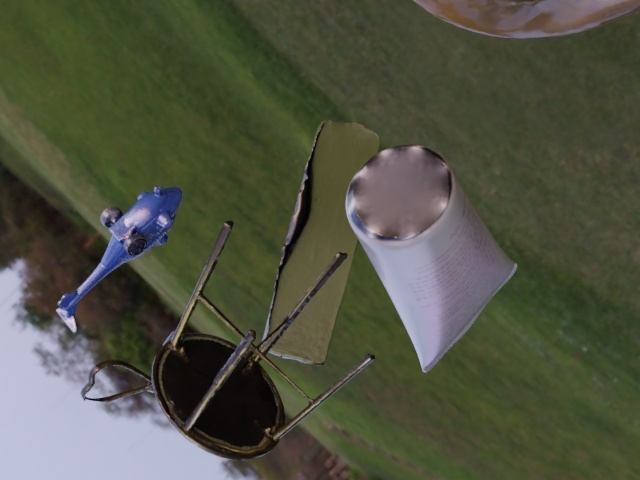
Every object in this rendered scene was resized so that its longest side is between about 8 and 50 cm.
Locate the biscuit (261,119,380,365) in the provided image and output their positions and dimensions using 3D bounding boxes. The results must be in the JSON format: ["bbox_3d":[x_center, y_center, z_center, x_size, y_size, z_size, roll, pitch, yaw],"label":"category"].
[{"bbox_3d":[0.000,0.000,1.334,0.099,0.323,0.038,14,179,-13],"label":"biscuit"}]

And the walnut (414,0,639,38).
[{"bbox_3d":[0.229,-0.389,0.964,0.383,0.383,0.383,43,174,5],"label":"walnut"}]

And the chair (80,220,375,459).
[{"bbox_3d":[-0.099,0.140,0.994,0.159,0.326,0.170,15,-139,-32],"label":"chair"}]

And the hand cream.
[{"bbox_3d":[0.135,0.022,1.175,0.118,0.185,0.359,35,170,32],"label":"hand cream"}]

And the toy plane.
[{"bbox_3d":[-0.186,0.013,0.947,0.054,0.167,0.062,44,179,33],"label":"toy plane"}]
